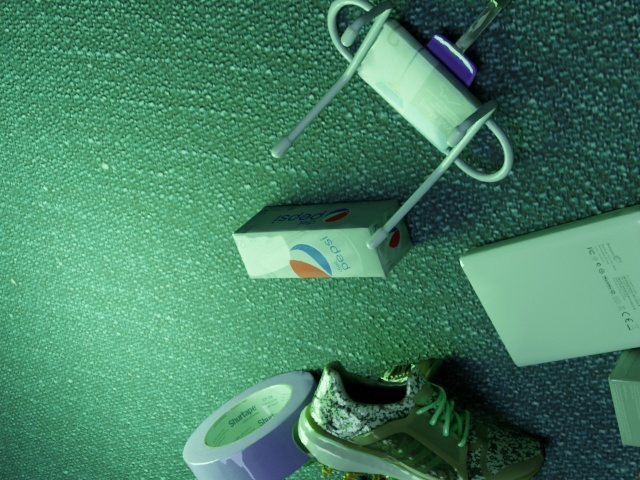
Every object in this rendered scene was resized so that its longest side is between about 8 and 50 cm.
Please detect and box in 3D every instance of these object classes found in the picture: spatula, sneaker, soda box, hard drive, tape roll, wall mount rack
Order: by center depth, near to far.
[{"bbox_3d":[0.216,-0.294,1.428,0.084,0.030,0.296,44,137,7],"label":"spatula"},{"bbox_3d":[0.089,-0.164,1.547,0.350,0.130,0.304,45,144,8],"label":"wall mount rack"},{"bbox_3d":[0.372,0.072,1.565,0.308,0.040,0.203,-17,109,44],"label":"hard drive"},{"bbox_3d":[0.166,0.291,1.739,0.411,0.158,0.182,10,121,0],"label":"sneaker"},{"bbox_3d":[0.000,0.000,1.762,0.286,0.098,0.091,-2,118,38],"label":"soda box"},{"bbox_3d":[0.137,0.244,1.854,0.071,0.066,0.188,42,136,7],"label":"sneaker"},{"bbox_3d":[-0.110,0.351,1.971,0.275,0.275,0.090,-18,109,44],"label":"tape roll"}]

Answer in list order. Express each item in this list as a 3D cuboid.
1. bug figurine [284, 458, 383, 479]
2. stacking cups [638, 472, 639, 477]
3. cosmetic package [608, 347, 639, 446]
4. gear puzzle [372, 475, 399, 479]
[{"bbox_3d":[0.001,0.429,2.031,0.279,0.072,0.216,20,141,-29],"label":"bug figurine"},{"bbox_3d":[0.620,0.401,1.580,0.316,0.096,0.096,25,133,26],"label":"stacking cups"},{"bbox_3d":[0.535,0.224,1.507,0.238,0.107,0.127,2,121,34],"label":"cosmetic package"},{"bbox_3d":[0.166,0.480,1.911,0.175,0.044,0.339,53,137,8],"label":"gear puzzle"}]
